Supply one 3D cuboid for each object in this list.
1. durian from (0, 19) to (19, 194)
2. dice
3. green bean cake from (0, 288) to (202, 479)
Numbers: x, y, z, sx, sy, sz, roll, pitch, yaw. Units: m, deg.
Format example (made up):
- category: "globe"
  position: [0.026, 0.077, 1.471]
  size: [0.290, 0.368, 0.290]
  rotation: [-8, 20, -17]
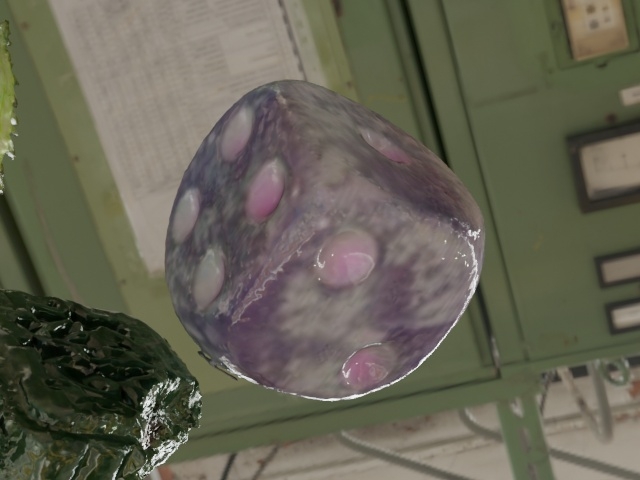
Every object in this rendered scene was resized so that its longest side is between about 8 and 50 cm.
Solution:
- category: "durian"
  position: [-0.184, -0.023, 0.289]
  size: [0.086, 0.100, 0.215]
  rotation: [6, -161, 35]
- category: "dice"
  position: [0.000, 0.000, 1.045]
  size: [0.270, 0.271, 0.270]
  rotation: [20, -154, -33]
- category: "green bean cake"
  position: [-0.275, 0.196, 1.053]
  size: [0.308, 0.169, 0.300]
  rotation: [17, -161, -45]
